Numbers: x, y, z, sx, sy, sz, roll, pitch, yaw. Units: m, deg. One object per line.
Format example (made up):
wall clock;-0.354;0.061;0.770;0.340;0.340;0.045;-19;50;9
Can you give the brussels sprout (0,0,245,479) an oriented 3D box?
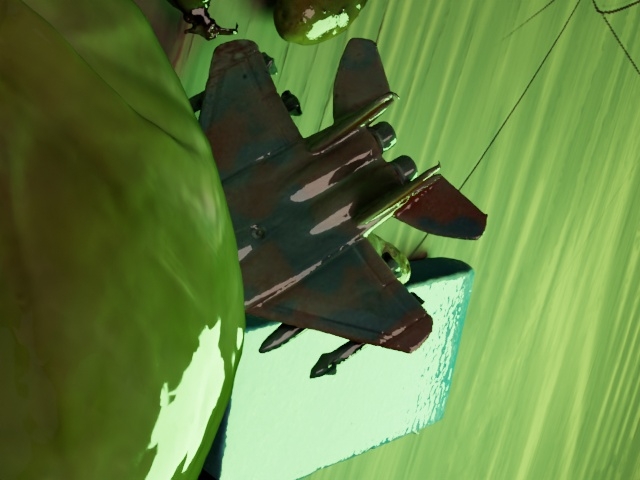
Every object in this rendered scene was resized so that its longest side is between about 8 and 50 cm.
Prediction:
brussels sprout;-0.176;0.024;0.641;0.328;0.247;0.328;30;51;-45

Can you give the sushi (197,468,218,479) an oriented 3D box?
sushi;-0.088;0.260;1.006;0.172;0.153;0.150;-49;147;-14

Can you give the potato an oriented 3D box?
potato;0.002;-0.154;0.999;0.083;0.040;0.051;-35;129;-44

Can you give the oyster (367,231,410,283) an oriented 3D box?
oyster;-0.004;-0.001;1.061;0.200;0.061;0.106;-19;122;-51

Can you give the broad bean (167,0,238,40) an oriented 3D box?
broad bean;-0.064;-0.224;0.866;0.069;0.039;0.226;-13;119;-46

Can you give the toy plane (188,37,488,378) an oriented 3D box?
toy plane;-0.063;0.012;0.926;0.326;0.223;0.104;-32;178;-10

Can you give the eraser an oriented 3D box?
eraser;0.012;0.100;1.158;0.312;0.043;0.144;-12;117;-53
